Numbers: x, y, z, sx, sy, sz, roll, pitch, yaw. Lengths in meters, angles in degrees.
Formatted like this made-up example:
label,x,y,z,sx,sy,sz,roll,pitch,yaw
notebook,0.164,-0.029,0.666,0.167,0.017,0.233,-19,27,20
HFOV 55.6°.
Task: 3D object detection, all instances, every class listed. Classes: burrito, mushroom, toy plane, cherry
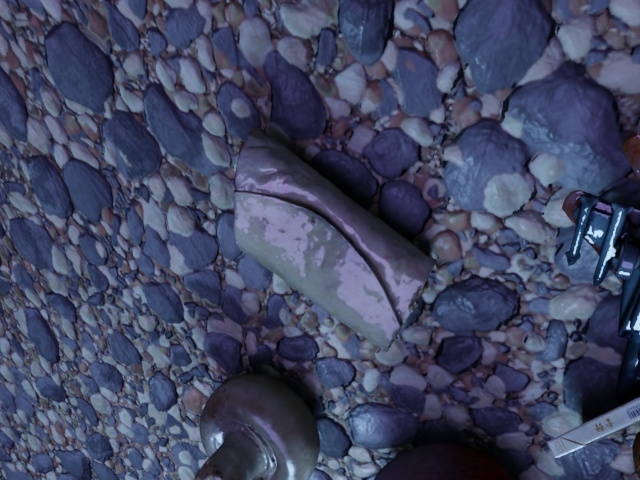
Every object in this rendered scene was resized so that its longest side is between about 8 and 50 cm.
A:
label,x,y,z,sx,sy,sz,roll,pitch,yaw
burrito,0.002,-0.003,0.764,0.299,0.105,0.143,37,117,10
mushroom,-0.110,0.317,0.932,0.204,0.204,0.204,13,120,24
toy plane,0.337,0.058,0.597,0.223,0.104,0.326,16,121,22
cherry,0.150,0.392,0.800,0.239,0.239,0.206,-29,90,37

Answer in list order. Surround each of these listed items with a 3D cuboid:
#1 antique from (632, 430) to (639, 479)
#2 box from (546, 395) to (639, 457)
label,x,y,z,sx,sy,sz,roll,pitch,yaw
antique,0.394,0.241,0.664,0.104,0.104,0.104,13,120,24
box,0.343,0.194,0.676,0.167,0.090,0.024,-47,56,38
